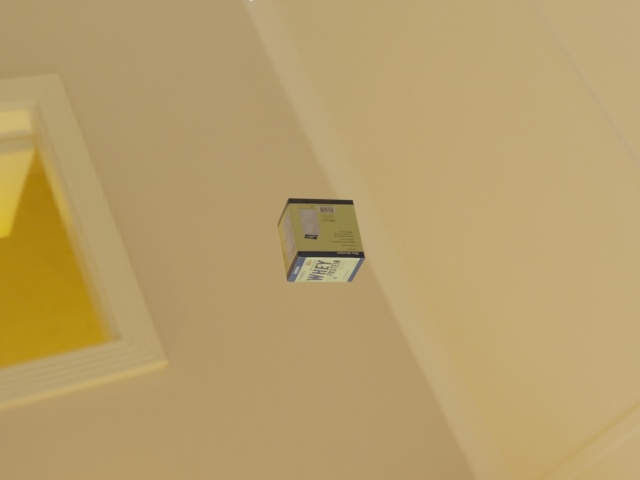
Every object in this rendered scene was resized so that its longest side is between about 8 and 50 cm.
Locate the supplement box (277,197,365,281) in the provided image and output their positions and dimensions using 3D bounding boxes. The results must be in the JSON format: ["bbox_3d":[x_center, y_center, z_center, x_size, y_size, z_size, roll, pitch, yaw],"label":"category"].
[{"bbox_3d":[0.000,0.000,1.193,0.056,0.083,0.083,116,-30,-53],"label":"supplement box"}]
